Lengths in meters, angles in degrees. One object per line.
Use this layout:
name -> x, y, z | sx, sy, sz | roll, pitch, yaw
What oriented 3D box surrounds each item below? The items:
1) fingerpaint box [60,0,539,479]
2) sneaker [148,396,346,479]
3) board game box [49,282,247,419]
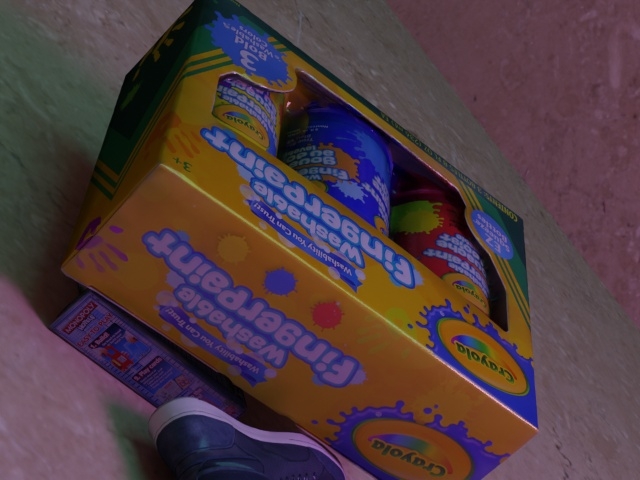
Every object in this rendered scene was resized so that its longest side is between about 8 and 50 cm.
fingerpaint box -> 0.000, 0.000, 1.635 | 0.445, 0.163, 0.371 | 36, 29, -18
sneaker -> -0.044, 0.241, 1.480 | 0.226, 0.086, 0.163 | 24, 24, -39
board game box -> -0.172, 0.071, 1.572 | 0.194, 0.060, 0.194 | 34, 25, -38
